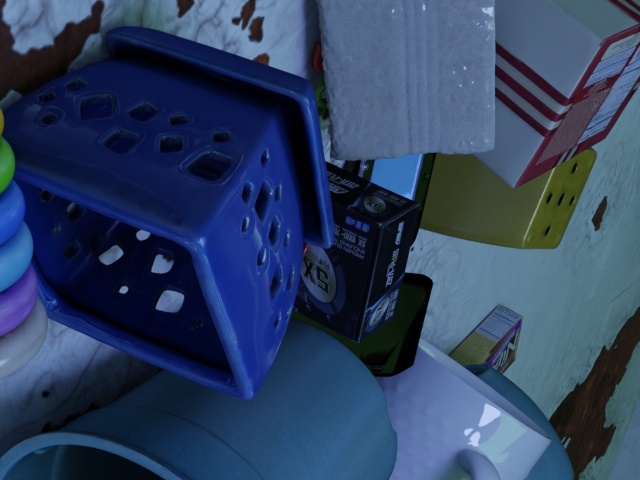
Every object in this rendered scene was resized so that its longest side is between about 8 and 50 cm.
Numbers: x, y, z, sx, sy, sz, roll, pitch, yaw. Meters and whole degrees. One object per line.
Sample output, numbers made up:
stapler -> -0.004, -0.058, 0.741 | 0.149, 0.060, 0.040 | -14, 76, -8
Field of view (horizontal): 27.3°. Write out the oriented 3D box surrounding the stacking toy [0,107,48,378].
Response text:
stacking toy -> -0.274, -0.059, 0.948 | 0.141, 0.141, 0.330 | -32, 136, -45

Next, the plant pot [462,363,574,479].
plant pot -> 0.223, 0.304, 2.033 | 0.290, 0.290, 0.195 | -23, 97, -52

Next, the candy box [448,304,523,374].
candy box -> 0.267, 0.205, 2.214 | 0.187, 0.053, 0.109 | -38, 144, -38

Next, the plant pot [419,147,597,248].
plant pot -> 0.241, -0.091, 1.753 | 0.212, 0.187, 0.212 | 1, 113, -61

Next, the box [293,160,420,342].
box -> 0.000, 0.000, 1.417 | 0.077, 0.180, 0.147 | -30, 139, -49

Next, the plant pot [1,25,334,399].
plant pot -> -0.121, -0.038, 1.126 | 0.212, 0.236, 0.236 | -55, 153, -30

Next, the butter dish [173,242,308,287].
butter dish -> -0.095, -0.014, 1.306 | 0.118, 0.160, 0.160 | 20, 97, -40

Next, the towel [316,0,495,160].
towel -> 0.090, -0.208, 1.382 | 0.049, 0.187, 0.282 | -90, 176, -53

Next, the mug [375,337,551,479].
mug -> 0.121, 0.331, 1.747 | 0.276, 0.374, 0.328 | 35, 92, -22

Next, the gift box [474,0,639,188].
gift box -> 0.246, -0.261, 1.524 | 0.255, 0.258, 0.276 | -24, 149, -49

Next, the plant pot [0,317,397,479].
plant pot -> -0.104, 0.260, 1.344 | 0.334, 0.341, 0.341 | -41, 147, -52

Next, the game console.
game console -> 0.058, -0.009, 1.596 | 0.213, 0.044, 0.361 | 5, 101, -36

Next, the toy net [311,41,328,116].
toy net -> 0.047, -0.249, 1.438 | 0.122, 0.045, 0.232 | -3, 117, -27
